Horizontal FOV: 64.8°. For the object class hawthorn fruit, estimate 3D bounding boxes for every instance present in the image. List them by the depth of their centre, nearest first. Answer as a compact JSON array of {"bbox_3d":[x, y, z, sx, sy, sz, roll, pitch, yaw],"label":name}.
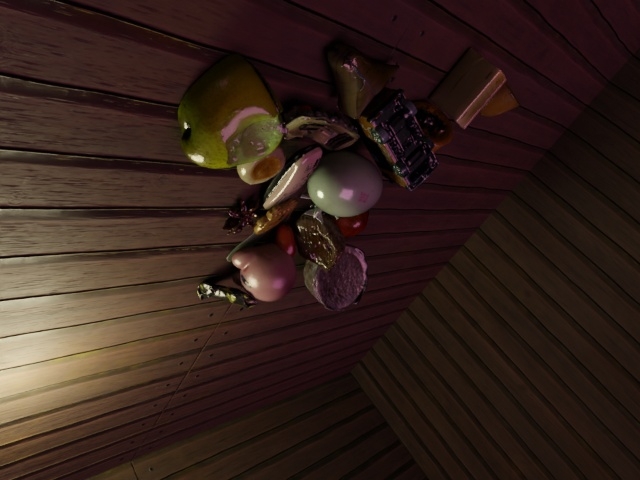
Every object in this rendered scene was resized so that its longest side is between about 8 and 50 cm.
[{"bbox_3d":[0.098,-0.091,2.019,0.179,0.179,0.200,-23,164,-29],"label":"hawthorn fruit"}]

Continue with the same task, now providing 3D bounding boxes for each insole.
[{"bbox_3d":[-0.259,0.002,1.876,0.232,0.003,0.080,-43,154,6],"label":"insole"}]

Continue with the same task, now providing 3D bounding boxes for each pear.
[{"bbox_3d":[-0.233,-0.292,1.285,0.292,0.159,0.293,-28,152,-16],"label":"pear"}]

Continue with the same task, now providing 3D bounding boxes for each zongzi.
[{"bbox_3d":[0.141,-0.515,1.478,0.256,0.115,0.228,-41,150,-11],"label":"zongzi"}]

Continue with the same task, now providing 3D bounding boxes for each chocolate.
[{"bbox_3d":[0.041,0.145,2.237,0.303,0.213,0.304,-9,107,-33],"label":"chocolate"}]

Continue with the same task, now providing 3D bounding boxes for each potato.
[{"bbox_3d":[0.701,-0.582,2.053,0.158,0.178,0.203,-35,-177,25],"label":"potato"}]

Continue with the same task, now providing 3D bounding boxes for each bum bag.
[{"bbox_3d":[-0.348,0.206,1.885,0.107,0.232,0.060,100,2,-61],"label":"bum bag"}]

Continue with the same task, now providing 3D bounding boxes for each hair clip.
[{"bbox_3d":[-0.006,-0.355,1.550,0.138,0.091,0.321,-28,165,29],"label":"hair clip"}]

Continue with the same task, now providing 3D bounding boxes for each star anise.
[{"bbox_3d":[-0.258,-0.083,1.691,0.167,0.057,0.168,-40,156,-22],"label":"star anise"}]

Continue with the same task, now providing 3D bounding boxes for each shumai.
[{"bbox_3d":[0.001,-0.004,1.958,0.184,0.218,0.185,-54,175,7],"label":"shumai"}]

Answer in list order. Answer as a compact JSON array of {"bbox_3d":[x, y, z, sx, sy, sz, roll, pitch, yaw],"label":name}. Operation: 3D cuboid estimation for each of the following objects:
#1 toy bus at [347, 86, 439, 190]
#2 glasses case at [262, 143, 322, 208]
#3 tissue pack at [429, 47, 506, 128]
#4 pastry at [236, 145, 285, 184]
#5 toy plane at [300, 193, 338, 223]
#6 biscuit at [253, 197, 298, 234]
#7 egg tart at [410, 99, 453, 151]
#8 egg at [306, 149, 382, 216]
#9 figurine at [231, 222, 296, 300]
[{"bbox_3d":[0.241,-0.338,1.667,0.162,0.194,0.323,-44,128,-6],"label":"toy bus"},{"bbox_3d":[-0.095,-0.201,1.631,0.122,0.075,0.314,-31,171,-42],"label":"glasses case"},{"bbox_3d":[0.543,-0.560,1.862,0.234,0.159,0.125,-50,152,20],"label":"tissue pack"},{"bbox_3d":[-0.181,-0.240,1.504,0.156,0.092,0.157,-28,149,-19],"label":"pastry"},{"bbox_3d":[0.005,-0.143,1.880,0.066,0.162,0.171,-52,-169,49],"label":"toy plane"},{"bbox_3d":[-0.160,-0.075,1.752,0.166,0.036,0.225,-32,176,-38],"label":"biscuit"},{"bbox_3d":[0.369,-0.397,1.860,0.215,0.215,0.171,-21,159,-32],"label":"egg tart"},{"bbox_3d":[0.095,-0.198,1.773,0.230,0.230,0.370,-52,157,23],"label":"egg"},{"bbox_3d":[-0.182,0.115,1.910,0.261,0.211,0.270,-26,151,-28],"label":"figurine"}]
